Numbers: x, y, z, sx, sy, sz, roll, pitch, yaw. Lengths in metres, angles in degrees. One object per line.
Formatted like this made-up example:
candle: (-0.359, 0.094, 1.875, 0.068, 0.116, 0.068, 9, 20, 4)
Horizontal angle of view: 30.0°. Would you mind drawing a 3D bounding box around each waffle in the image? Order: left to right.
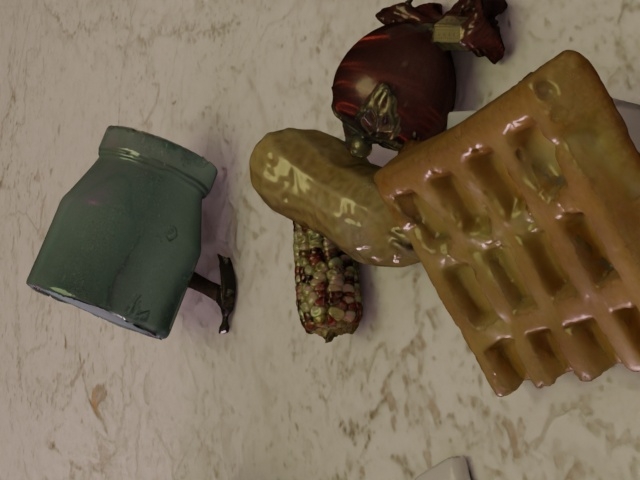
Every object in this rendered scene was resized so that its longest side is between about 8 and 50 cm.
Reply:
waffle: (0.207, 0.000, 1.175, 0.304, 0.077, 0.348, 58, 152, -2)

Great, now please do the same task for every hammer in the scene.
hammer: (-0.219, 0.065, 2.002, 0.297, 0.027, 0.125, 19, 103, 56)

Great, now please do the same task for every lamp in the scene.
lamp: (0.103, -0.199, 1.426, 0.215, 0.151, 0.223, 20, 101, 52)

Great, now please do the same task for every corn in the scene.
corn: (0.000, 0.000, 1.613, 0.092, 0.092, 0.280, -35, 57, 50)

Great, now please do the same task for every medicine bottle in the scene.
medicine bottle: (-0.304, -0.016, 1.907, 0.245, 0.245, 0.290, 6, 72, 57)

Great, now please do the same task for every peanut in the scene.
peanut: (0.032, -0.055, 1.506, 0.290, 0.130, 0.130, 32, 115, 34)

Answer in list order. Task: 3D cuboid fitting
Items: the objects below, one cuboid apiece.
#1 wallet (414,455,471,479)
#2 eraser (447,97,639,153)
wallet: (0.159, 0.351, 1.388, 0.095, 0.033, 0.190, -44, 51, 48)
eraser: (0.240, -0.105, 1.229, 0.210, 0.124, 0.068, 5, 91, 57)
